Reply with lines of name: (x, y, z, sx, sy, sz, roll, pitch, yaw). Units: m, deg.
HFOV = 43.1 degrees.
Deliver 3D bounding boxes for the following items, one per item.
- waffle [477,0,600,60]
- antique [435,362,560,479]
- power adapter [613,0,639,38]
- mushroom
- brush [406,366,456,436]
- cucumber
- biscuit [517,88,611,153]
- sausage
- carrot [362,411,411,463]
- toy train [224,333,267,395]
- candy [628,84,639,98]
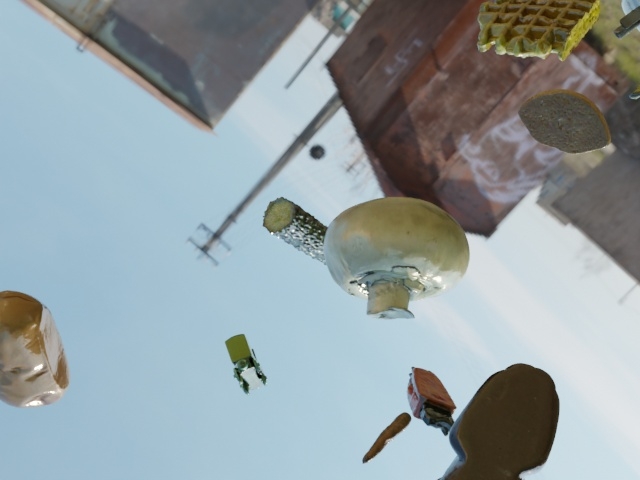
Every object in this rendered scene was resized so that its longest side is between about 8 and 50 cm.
waffle: (0.391, -0.414, 1.548, 0.219, 0.229, 0.057, 17, 136, 32)
antique: (0.207, 0.286, 1.006, 0.121, 0.257, 0.143, 21, 160, 13)
power adapter: (0.729, -0.516, 1.693, 0.124, 0.255, 0.187, 53, -176, 12)
mushroom: (0.120, 0.036, 1.343, 0.246, 0.246, 0.203, 30, -123, -36)
brush: (0.186, 0.266, 1.417, 0.070, 0.051, 0.323, 15, -176, -3)
cucumber: (0.000, 0.000, 1.971, 0.359, 0.096, 0.096, 31, -162, -51)
biscuit: (0.560, -0.274, 1.855, 0.220, 0.142, 0.029, 22, -146, 23)
sausage: (-0.495, 0.178, 1.331, 0.136, 0.241, 0.120, 0, -143, -2)
carrot: (0.153, 0.461, 1.891, 0.035, 0.165, 0.036, 42, 157, 22)
toy train: (-0.128, 0.214, 1.384, 0.122, 0.050, 0.081, 76, 171, -64)
candy: (0.598, -0.284, 1.179, 0.081, 0.187, 0.297, 54, 167, -13)
